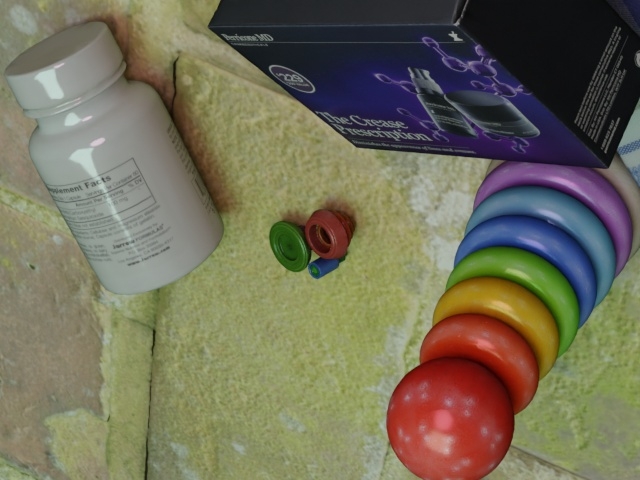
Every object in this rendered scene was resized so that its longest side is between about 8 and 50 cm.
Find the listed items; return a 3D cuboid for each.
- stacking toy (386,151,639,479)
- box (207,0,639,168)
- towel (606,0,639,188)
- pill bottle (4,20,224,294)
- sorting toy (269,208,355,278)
[{"bbox_3d":[0.136,0.054,1.114,0.141,0.330,0.141,17,132,20],"label":"stacking toy"},{"bbox_3d":[0.075,-0.144,1.058,0.261,0.103,0.184,9,156,49],"label":"box"},{"bbox_3d":[0.309,-0.100,1.094,0.209,0.034,0.285,-24,110,42],"label":"towel"},{"bbox_3d":[-0.191,-0.076,1.354,0.131,0.131,0.229,-6,121,35],"label":"pill bottle"},{"bbox_3d":[0.000,0.000,1.369,0.102,0.042,0.061,-13,103,52],"label":"sorting toy"}]
